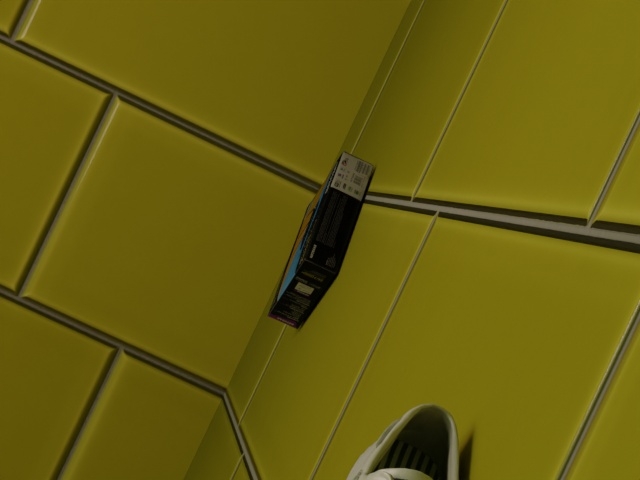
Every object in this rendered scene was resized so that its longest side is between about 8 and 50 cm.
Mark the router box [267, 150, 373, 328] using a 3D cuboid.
[{"bbox_3d":[0.000,0.000,2.028,0.133,0.046,0.179,-57,10,50],"label":"router box"}]

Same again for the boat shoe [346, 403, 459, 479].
[{"bbox_3d":[0.038,0.163,0.973,0.226,0.083,0.076,-78,14,-66],"label":"boat shoe"}]
